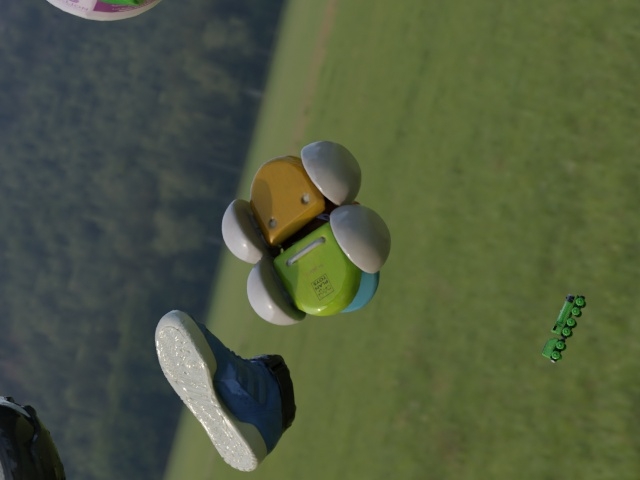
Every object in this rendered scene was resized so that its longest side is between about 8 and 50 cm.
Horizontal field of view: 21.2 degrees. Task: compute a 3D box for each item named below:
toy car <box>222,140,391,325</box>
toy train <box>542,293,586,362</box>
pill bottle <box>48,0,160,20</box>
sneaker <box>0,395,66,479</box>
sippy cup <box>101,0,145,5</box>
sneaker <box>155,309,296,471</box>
[{"bbox_3d":[0.000,0.000,1.764,0.136,0.159,0.182,22,-142,-55],"label":"toy car"},{"bbox_3d":[0.275,0.098,1.933,0.083,0.023,0.017,-65,-25,-7],"label":"toy train"},{"bbox_3d":[-0.170,-0.312,1.468,0.301,0.169,0.169,140,147,-70],"label":"pill bottle"},{"bbox_3d":[-0.225,0.122,0.649,0.108,0.271,0.100,21,-125,-77],"label":"sneaker"},{"bbox_3d":[-0.194,-0.267,0.979,0.305,0.224,0.240,99,-179,-55],"label":"sippy cup"},{"bbox_3d":[-0.074,0.108,1.426,0.058,0.152,0.084,-16,21,45],"label":"sneaker"}]
